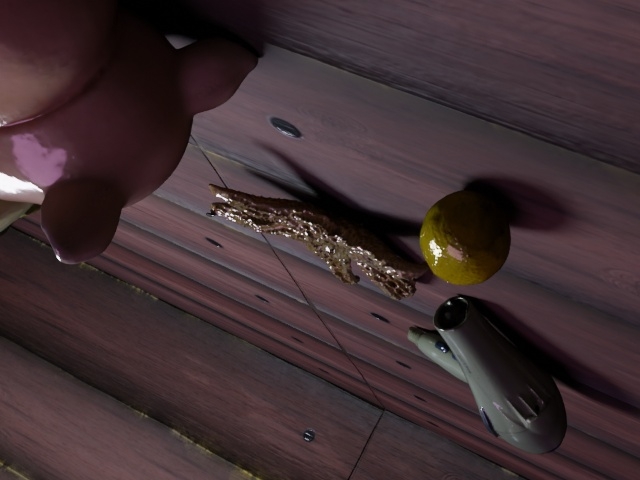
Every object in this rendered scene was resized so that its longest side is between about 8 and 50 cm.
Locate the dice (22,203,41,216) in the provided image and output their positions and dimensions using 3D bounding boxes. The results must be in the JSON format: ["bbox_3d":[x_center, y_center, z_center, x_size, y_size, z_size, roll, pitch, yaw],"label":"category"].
[{"bbox_3d":[-0.452,-0.141,1.250,0.169,0.169,0.166,22,166,28],"label":"dice"}]

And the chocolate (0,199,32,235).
[{"bbox_3d":[-0.399,-0.145,0.940,0.314,0.326,0.297,38,147,-26],"label":"chocolate"}]

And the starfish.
[{"bbox_3d":[0.001,-0.004,1.095,0.302,0.060,0.299,25,173,-11],"label":"starfish"}]

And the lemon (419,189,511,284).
[{"bbox_3d":[0.130,0.000,0.820,0.082,0.082,0.111,25,158,13],"label":"lemon"}]

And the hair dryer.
[{"bbox_3d":[0.196,0.152,1.250,0.298,0.119,0.296,34,166,34],"label":"hair dryer"}]

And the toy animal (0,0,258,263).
[{"bbox_3d":[-0.221,-0.151,0.732,0.269,0.237,0.326,39,164,4],"label":"toy animal"}]
